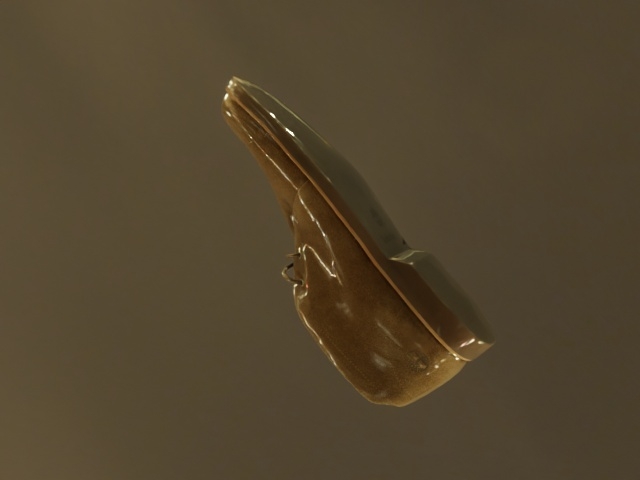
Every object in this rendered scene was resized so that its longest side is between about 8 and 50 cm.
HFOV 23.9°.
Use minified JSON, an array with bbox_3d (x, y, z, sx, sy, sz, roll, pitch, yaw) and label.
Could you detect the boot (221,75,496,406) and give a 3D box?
[{"bbox_3d":[0.000,0.000,1.218,0.115,0.112,0.305,-43,-104,18],"label":"boot"}]
